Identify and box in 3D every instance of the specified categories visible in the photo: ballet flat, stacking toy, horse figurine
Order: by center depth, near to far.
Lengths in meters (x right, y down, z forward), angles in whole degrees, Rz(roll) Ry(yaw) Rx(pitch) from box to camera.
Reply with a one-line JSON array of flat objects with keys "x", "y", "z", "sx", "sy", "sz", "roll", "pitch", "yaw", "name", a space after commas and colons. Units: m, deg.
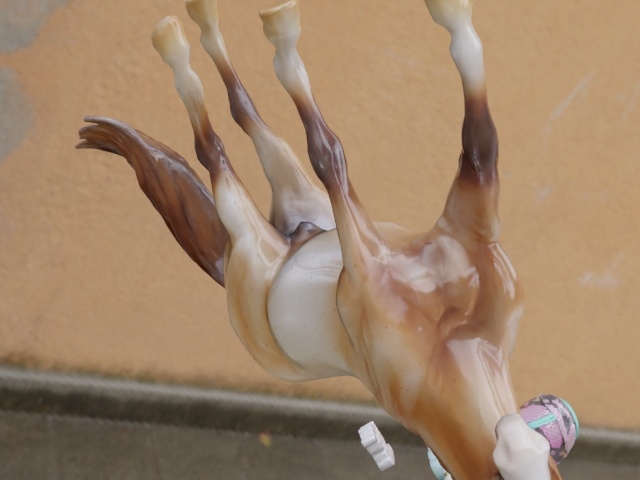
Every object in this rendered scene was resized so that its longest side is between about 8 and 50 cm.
[{"x": 0.000, "y": 0.000, "z": 0.412, "sx": 0.066, "sy": 0.174, "sz": 0.263, "roll": -27, "pitch": 20, "yaw": -25, "name": "horse figurine"}, {"x": 0.160, "y": 0.208, "z": 1.086, "sx": 0.079, "sy": 0.221, "sz": 0.077, "roll": -11, "pitch": 61, "yaw": -22, "name": "ballet flat"}, {"x": 0.126, "y": 0.212, "z": 1.228, "sx": 0.052, "sy": 0.167, "sz": 0.221, "roll": 56, "pitch": 9, "yaw": -15, "name": "stacking toy"}]
